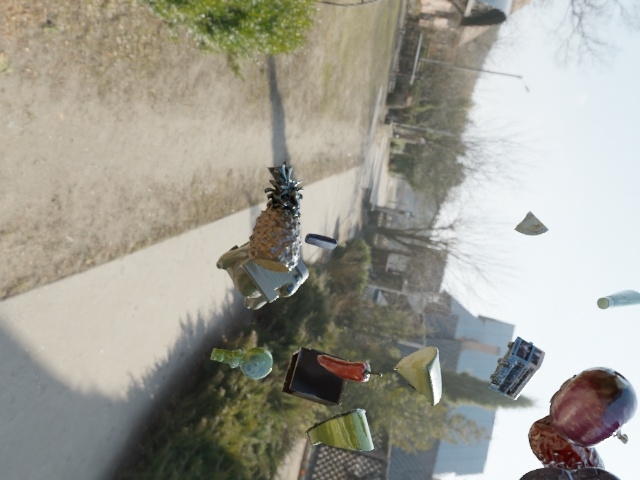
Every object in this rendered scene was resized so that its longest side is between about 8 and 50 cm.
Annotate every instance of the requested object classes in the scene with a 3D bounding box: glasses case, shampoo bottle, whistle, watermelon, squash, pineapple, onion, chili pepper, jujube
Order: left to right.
[{"bbox_3d":[-0.246,0.373,1.665,0.057,0.198,0.104,-117,-134,-67],"label":"whistle"},{"bbox_3d":[-0.113,-0.084,1.556,0.169,0.169,0.340,76,24,-72],"label":"pineapple"},{"bbox_3d":[0.000,0.000,1.327,0.033,0.083,0.023,129,-30,-50],"label":"glasses case"},{"bbox_3d":[0.061,0.656,1.782,0.220,0.220,0.133,80,-4,-70],"label":"squash"},{"bbox_3d":[0.079,0.396,1.641,0.071,0.272,0.063,19,78,-46],"label":"chili pepper"},{"bbox_3d":[0.271,0.325,1.454,0.093,0.169,0.252,-39,141,-16],"label":"squash"},{"bbox_3d":[0.540,-0.047,1.347,0.085,0.085,0.061,-66,145,-56],"label":"watermelon"},{"bbox_3d":[0.676,0.581,1.446,0.155,0.230,0.155,-39,-178,2],"label":"jujube"},{"bbox_3d":[0.670,0.397,1.289,0.200,0.207,0.201,178,-90,-76],"label":"onion"},{"bbox_3d":[0.854,0.171,1.515,0.190,0.069,0.041,-2,114,-36],"label":"shampoo bottle"}]

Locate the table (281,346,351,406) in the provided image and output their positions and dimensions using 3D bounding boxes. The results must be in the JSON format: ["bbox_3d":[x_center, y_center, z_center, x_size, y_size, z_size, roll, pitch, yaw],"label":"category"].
[{"bbox_3d":[-0.017,0.496,1.949,0.169,0.193,0.172,126,-19,-66],"label":"table"}]

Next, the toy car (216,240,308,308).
[{"bbox_3d":[-0.230,0.125,1.873,0.336,0.242,0.226,-24,-166,48],"label":"toy car"}]

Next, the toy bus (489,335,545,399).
[{"bbox_3d":[0.741,0.491,2.022,0.106,0.131,0.297,-51,159,-33],"label":"toy bus"}]

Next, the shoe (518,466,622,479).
[{"bbox_3d":[0.589,0.625,1.265,0.095,0.245,0.138,-68,151,-76],"label":"shoe"}]
